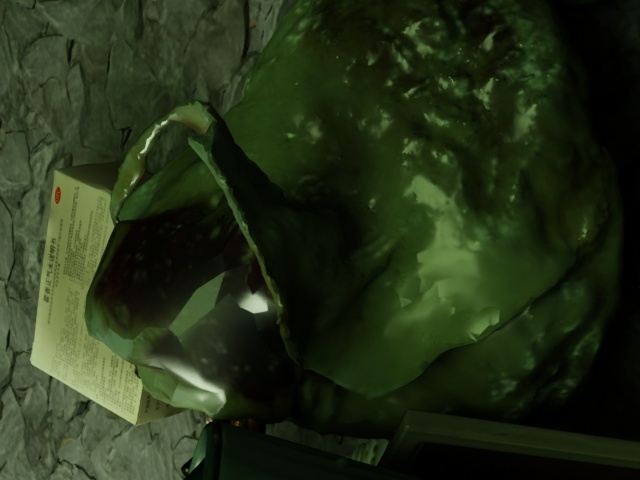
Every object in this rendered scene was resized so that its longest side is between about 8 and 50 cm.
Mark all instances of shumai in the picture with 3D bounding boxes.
[{"bbox_3d":[0.000,0.000,1.074,0.395,0.348,0.395,49,148,44],"label":"shumai"}]

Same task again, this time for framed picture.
[{"bbox_3d":[0.128,0.215,1.102,0.289,0.211,0.020,111,165,-52],"label":"framed picture"}]

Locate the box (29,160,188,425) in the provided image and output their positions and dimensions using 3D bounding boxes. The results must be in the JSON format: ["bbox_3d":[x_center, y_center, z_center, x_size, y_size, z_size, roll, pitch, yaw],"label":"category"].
[{"bbox_3d":[-0.189,0.048,1.441,0.168,0.095,0.212,23,112,33],"label":"box"}]

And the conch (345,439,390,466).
[{"bbox_3d":[0.085,0.227,1.250,0.153,0.102,0.135,35,133,29],"label":"conch"}]

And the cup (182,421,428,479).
[{"bbox_3d":[0.058,0.293,0.992,0.392,0.401,0.310,13,103,-6],"label":"cup"}]

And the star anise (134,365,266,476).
[{"bbox_3d":[-0.054,0.083,1.317,0.220,0.126,0.190,-24,81,16],"label":"star anise"}]

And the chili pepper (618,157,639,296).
[{"bbox_3d":[0.288,0.056,1.039,0.148,0.116,0.264,-36,63,41],"label":"chili pepper"}]

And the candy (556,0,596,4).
[{"bbox_3d":[0.281,-0.139,1.005,0.440,0.119,0.119,43,122,26],"label":"candy"}]
